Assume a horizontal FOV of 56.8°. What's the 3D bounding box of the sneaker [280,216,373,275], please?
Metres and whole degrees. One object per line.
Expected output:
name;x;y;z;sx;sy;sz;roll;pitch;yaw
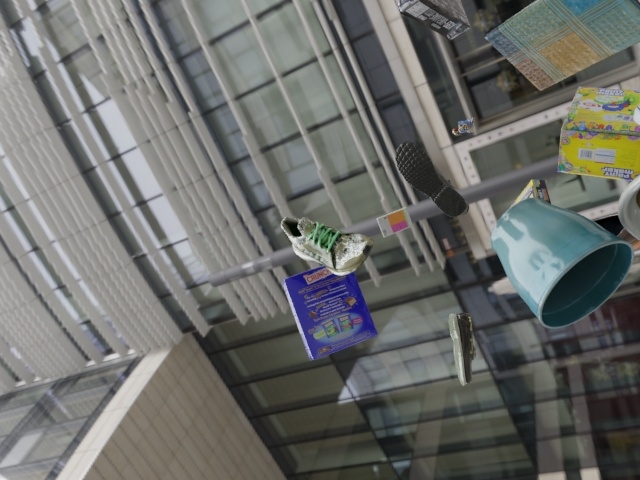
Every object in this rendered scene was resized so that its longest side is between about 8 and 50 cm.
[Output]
sneaker;0.000;0.000;1.988;0.182;0.410;0.158;39;-108;-36

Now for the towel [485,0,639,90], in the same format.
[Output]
towel;0.685;-0.579;1.637;0.271;0.370;0.040;34;-120;-23

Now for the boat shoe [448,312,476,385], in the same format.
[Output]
boat shoe;0.461;0.343;1.883;0.081;0.069;0.227;107;158;-76

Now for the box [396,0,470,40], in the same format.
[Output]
box;0.301;-0.737;1.709;0.308;0.077;0.242;-3;-108;-51

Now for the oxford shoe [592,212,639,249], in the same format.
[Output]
oxford shoe;0.702;0.015;1.639;0.133;0.364;0.129;17;-130;-42

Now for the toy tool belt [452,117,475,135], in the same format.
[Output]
toy tool belt;0.524;-0.422;2.169;0.051;0.083;0.052;84;169;-50

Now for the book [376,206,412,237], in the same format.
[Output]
book;0.344;-0.084;2.741;0.035;0.144;0.096;-111;0;-83

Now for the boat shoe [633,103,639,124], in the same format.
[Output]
boat shoe;0.829;-0.300;1.320;0.335;0.121;0.119;-110;17;-71

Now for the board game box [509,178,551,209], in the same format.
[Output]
board game box;0.663;-0.087;1.865;0.170;0.048;0.141;107;164;-59

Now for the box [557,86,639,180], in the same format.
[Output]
box;0.967;-0.355;1.950;0.279;0.290;0.177;-54;-36;-36

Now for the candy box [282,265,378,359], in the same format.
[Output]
candy box;0.032;0.257;2.234;0.122;0.268;0.317;127;124;-74

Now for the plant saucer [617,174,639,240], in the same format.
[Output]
plant saucer;0.871;-0.099;1.287;0.400;0.401;0.100;45;-127;-44

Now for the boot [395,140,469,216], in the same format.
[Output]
boot;0.298;-0.156;1.586;0.246;0.083;0.161;49;-165;6

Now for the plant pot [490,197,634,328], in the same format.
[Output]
plant pot;0.572;0.032;1.472;0.272;0.272;0.255;41;-170;-47
